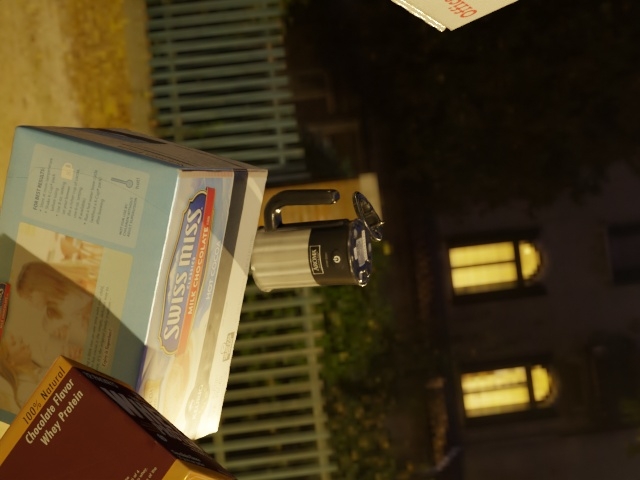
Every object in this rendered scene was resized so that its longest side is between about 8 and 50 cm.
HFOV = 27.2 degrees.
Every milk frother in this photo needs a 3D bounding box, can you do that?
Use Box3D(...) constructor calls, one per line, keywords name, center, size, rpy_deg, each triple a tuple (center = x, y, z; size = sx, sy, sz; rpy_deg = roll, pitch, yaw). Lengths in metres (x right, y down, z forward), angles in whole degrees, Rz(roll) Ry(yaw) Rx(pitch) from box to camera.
Box3D(name="milk frother", center=(0.000, 0.000, 1.669), size=(0.143, 0.134, 0.129), rpy_deg=(17, 71, -68))

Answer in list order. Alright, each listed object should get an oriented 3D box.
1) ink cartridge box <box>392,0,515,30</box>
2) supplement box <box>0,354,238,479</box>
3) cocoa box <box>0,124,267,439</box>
Box3D(name="ink cartridge box", center=(0.257, -0.425, 1.609), size=(0.279, 0.384, 0.160), rpy_deg=(10, 60, -66))
Box3D(name="supplement box", center=(-0.206, 0.249, 1.242), size=(0.194, 0.191, 0.129), rpy_deg=(34, -2, 32))
Box3D(name="cocoa box", center=(-0.239, 0.055, 1.565), size=(0.228, 0.231, 0.347), rpy_deg=(-6, 110, -67))
